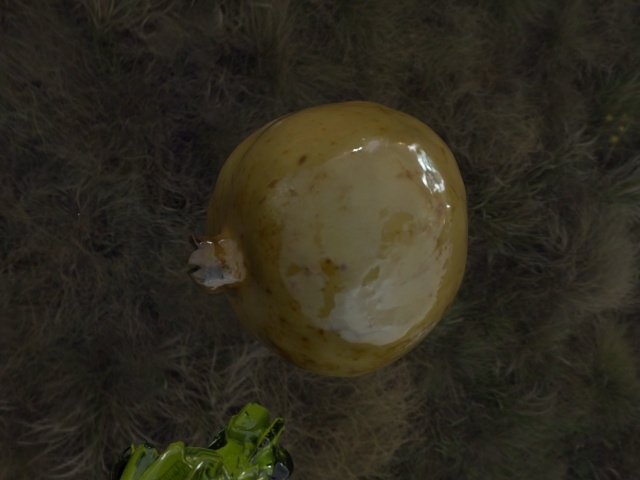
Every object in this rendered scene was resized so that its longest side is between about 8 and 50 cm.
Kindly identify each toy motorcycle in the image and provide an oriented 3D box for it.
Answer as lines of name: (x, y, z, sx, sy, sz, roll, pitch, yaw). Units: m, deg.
toy motorcycle: (-0.183, 0.358, 0.877, 0.206, 0.342, 0.142, 36, 109, 17)

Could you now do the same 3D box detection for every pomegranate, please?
pomegranate: (0.000, 0.000, 0.682, 0.342, 0.342, 0.343, -1, 93, -23)
